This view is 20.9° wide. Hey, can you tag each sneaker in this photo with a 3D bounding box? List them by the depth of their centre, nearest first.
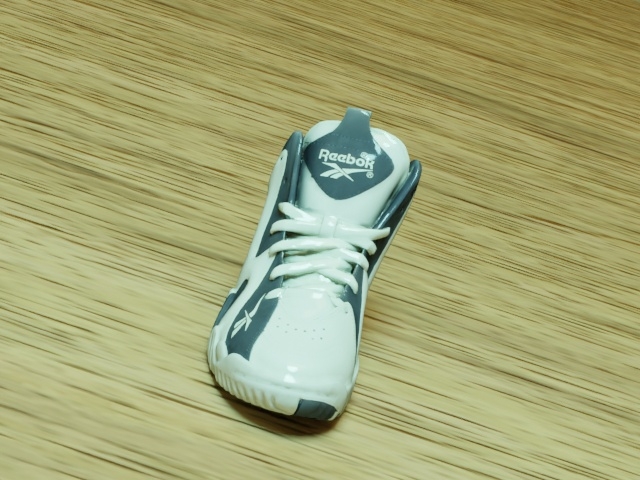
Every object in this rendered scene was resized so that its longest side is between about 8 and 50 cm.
[{"bbox_3d":[0.000,0.000,1.051,0.094,0.153,0.235,17,21,5],"label":"sneaker"}]
